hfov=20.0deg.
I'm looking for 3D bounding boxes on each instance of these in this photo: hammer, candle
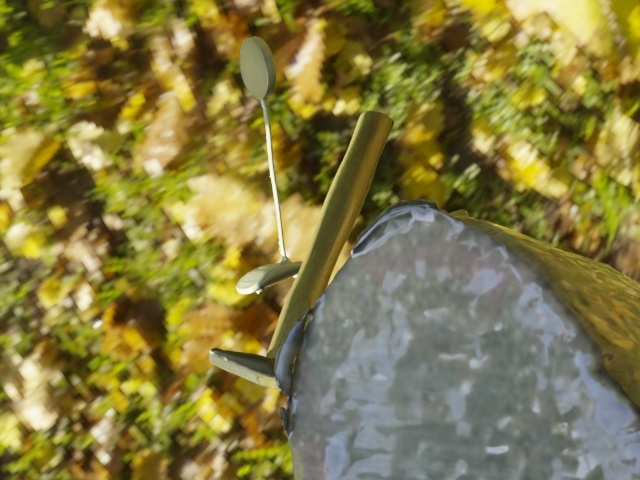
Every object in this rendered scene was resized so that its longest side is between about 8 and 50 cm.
[{"bbox_3d":[0.000,0.000,0.969,0.062,0.199,0.013,13,140,10],"label":"hammer"},{"bbox_3d":[0.058,0.088,0.481,0.168,0.068,0.192,2,82,45],"label":"candle"}]

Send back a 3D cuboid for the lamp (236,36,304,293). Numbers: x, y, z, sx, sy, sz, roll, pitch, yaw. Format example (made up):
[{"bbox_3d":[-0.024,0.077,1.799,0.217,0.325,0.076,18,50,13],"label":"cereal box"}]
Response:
[{"bbox_3d":[-0.051,-0.059,1.425,0.056,0.050,0.198,-12,98,-25],"label":"lamp"}]
